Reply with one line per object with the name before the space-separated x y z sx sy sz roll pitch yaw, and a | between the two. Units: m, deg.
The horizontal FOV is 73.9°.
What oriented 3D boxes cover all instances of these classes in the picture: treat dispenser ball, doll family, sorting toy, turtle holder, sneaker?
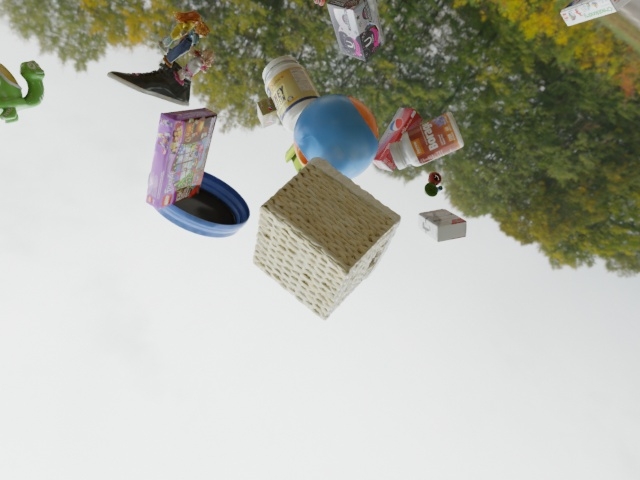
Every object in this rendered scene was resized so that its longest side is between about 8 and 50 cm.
treat dispenser ball | 0.051 -0.341 1.428 0.288 0.288 0.288 22 -147 -16
doll family | -0.404 -0.602 1.280 0.118 0.163 0.263 42 -161 -51
sorting toy | 0.377 -0.182 1.441 0.061 0.042 0.102 33 -113 -8
turtle holder | -1.088 -0.495 1.378 0.321 0.227 0.243 -15 -162 -5
sneaker | -0.593 -0.587 1.511 0.296 0.146 0.105 5 -160 -44

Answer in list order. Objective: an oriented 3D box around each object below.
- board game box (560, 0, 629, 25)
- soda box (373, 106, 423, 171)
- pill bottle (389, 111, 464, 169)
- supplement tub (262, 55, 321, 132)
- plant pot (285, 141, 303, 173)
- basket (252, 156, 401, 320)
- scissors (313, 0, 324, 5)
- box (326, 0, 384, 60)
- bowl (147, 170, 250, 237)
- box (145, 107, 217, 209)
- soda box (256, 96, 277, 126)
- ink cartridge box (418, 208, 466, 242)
board game box | 0.799 -0.682 1.073 0.053 0.305 0.193 49 -170 -15
soda box | 0.321 -0.430 1.807 0.083 0.263 0.092 33 177 -41
pill bottle | 0.339 -0.314 1.376 0.121 0.216 0.121 51 -154 -37
supplement tub | -0.135 -0.718 2.094 0.228 0.228 0.316 -11 -111 -48
plant pot | -0.016 -0.411 1.962 0.207 0.227 0.228 41 -141 -5
basket | 0.000 0.000 1.267 0.331 0.328 0.266 38 -125 14
scissors | -0.017 -1.034 1.575 0.021 0.297 0.109 -12 -155 -13
box | 0.157 -0.938 1.850 0.163 0.142 0.247 36 167 33
bowl | -0.457 -0.149 1.603 0.391 0.077 0.391 27 -156 -13
box | -0.429 -0.255 1.318 0.057 0.293 0.201 29 -151 11
soda box | -0.211 -0.501 1.677 0.181 0.061 0.058 174 72 -84
ink cartridge box | 0.383 -0.049 1.348 0.099 0.056 0.135 -10 -158 -10
